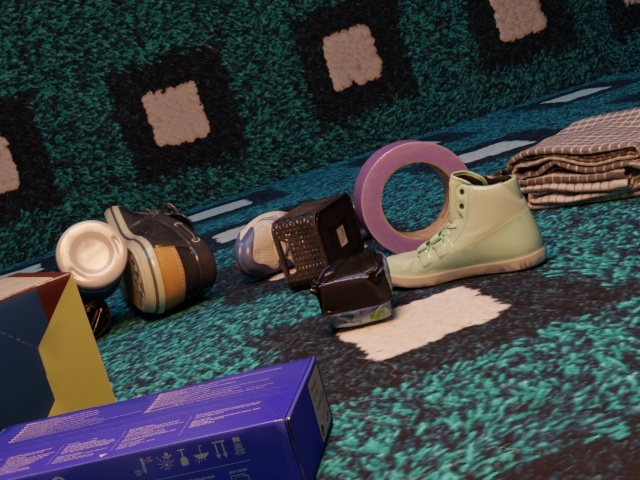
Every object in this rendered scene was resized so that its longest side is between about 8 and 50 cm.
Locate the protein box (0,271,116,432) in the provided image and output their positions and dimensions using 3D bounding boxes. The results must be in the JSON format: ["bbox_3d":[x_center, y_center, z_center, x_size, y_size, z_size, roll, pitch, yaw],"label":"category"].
[{"bbox_3d":[-0.361,0.152,1.183,0.136,0.199,0.201,-22,11,-32],"label":"protein box"}]

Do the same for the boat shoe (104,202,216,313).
[{"bbox_3d":[-0.321,0.027,1.928,0.156,0.186,0.500,-14,13,-19],"label":"boat shoe"}]

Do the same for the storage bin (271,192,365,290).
[{"bbox_3d":[0.000,0.000,1.679,0.084,0.122,0.180,-13,10,25],"label":"storage bin"}]

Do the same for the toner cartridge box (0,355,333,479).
[{"bbox_3d":[-0.170,0.205,0.935,0.348,0.075,0.165,-14,9,11],"label":"toner cartridge box"}]

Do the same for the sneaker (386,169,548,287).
[{"bbox_3d":[0.183,-0.022,1.408,0.256,0.151,0.094,-12,12,30],"label":"sneaker"}]

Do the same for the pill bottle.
[{"bbox_3d":[-0.420,0.049,1.795,0.124,0.124,0.221,-20,-9,-20],"label":"pill bottle"}]

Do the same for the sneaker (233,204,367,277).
[{"bbox_3d":[-0.025,-0.015,1.844,0.296,0.111,0.131,-25,13,-37],"label":"sneaker"}]

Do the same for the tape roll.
[{"bbox_3d":[0.153,-0.069,1.617,0.189,0.189,0.080,-17,9,-4],"label":"tape roll"}]

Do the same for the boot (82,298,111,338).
[{"bbox_3d":[-0.513,0.158,1.726,0.247,0.094,0.207,-17,3,-40],"label":"boot"}]

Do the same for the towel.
[{"bbox_3d":[0.494,-0.148,1.696,0.284,0.121,0.235,-6,15,47],"label":"towel"}]

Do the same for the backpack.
[{"bbox_3d":[0.048,0.066,1.332,0.105,0.084,0.114,-14,15,10],"label":"backpack"}]
